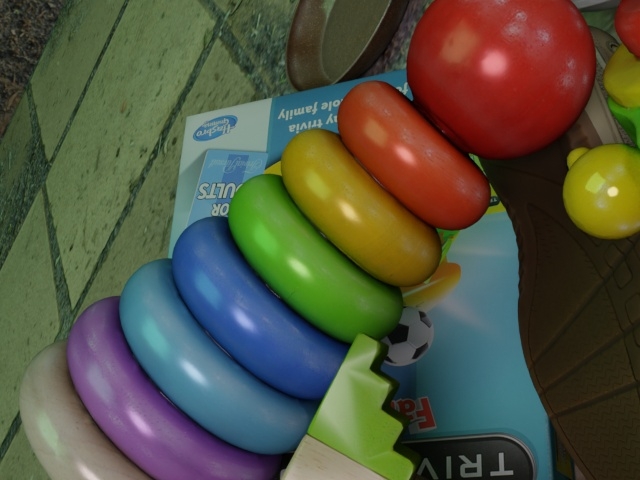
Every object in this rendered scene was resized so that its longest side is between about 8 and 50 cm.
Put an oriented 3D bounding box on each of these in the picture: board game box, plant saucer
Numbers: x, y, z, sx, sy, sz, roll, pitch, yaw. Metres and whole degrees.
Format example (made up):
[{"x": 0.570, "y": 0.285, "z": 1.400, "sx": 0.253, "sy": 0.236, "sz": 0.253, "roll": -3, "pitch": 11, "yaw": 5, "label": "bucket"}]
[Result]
[{"x": 0.023, "y": 0.052, "z": 0.655, "sx": 0.253, "sy": 0.079, "sz": 0.336, "roll": -10, "pitch": 58, "yaw": 21, "label": "board game box"}, {"x": 0.033, "y": -0.226, "z": 0.993, "sx": 0.198, "sy": 0.036, "sz": 0.199, "roll": -39, "pitch": 41, "yaw": 44, "label": "plant saucer"}]

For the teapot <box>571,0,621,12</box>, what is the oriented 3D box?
[{"x": 0.172, "y": -0.219, "z": 0.602, "sx": 0.252, "sy": 0.187, "sz": 0.256, "roll": -28, "pitch": 22, "yaw": 12, "label": "teapot"}]

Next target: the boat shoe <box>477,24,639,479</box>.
[{"x": 0.161, "y": 0.001, "z": 0.545, "sx": 0.109, "sy": 0.098, "sz": 0.302, "roll": -51, "pitch": 45, "yaw": 48, "label": "boat shoe"}]

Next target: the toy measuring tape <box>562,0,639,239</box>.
[{"x": 0.233, "y": -0.117, "z": 0.453, "sx": 0.330, "sy": 0.121, "sz": 0.121, "roll": -41, "pitch": 32, "yaw": 1, "label": "toy measuring tape"}]

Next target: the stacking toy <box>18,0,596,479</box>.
[{"x": 0.000, "y": 0.000, "z": 0.515, "sx": 0.330, "sy": 0.141, "sz": 0.141, "roll": -48, "pitch": 33, "yaw": 12, "label": "stacking toy"}]

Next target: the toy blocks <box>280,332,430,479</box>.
[{"x": 0.045, "y": 0.270, "z": 0.436, "sx": 0.382, "sy": 0.260, "sz": 0.191, "roll": -62, "pitch": -11, "yaw": -3, "label": "toy blocks"}]
